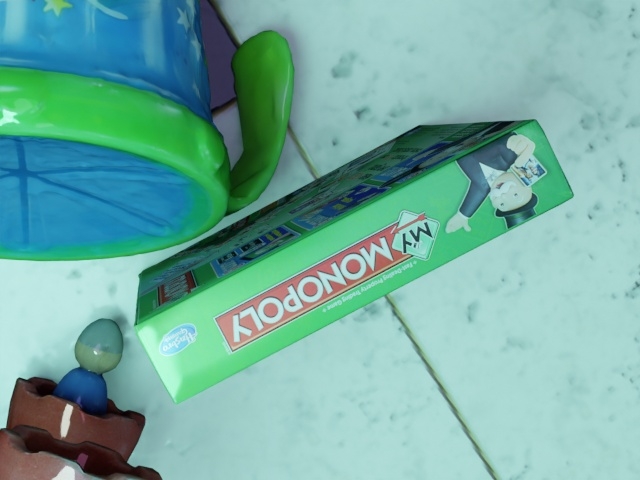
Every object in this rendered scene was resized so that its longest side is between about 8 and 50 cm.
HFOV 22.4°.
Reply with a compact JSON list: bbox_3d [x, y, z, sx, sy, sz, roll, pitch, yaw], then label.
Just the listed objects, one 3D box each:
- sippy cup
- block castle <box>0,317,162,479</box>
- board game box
[{"bbox_3d":[-0.165,-0.125,0.927,0.240,0.305,0.224,-4,72,16],"label":"sippy cup"},{"bbox_3d":[-0.320,0.087,0.884,0.453,0.303,0.212,19,89,-8],"label":"block castle"},{"bbox_3d":[0.000,0.000,0.903,0.213,0.317,0.046,-28,96,-3],"label":"board game box"}]
